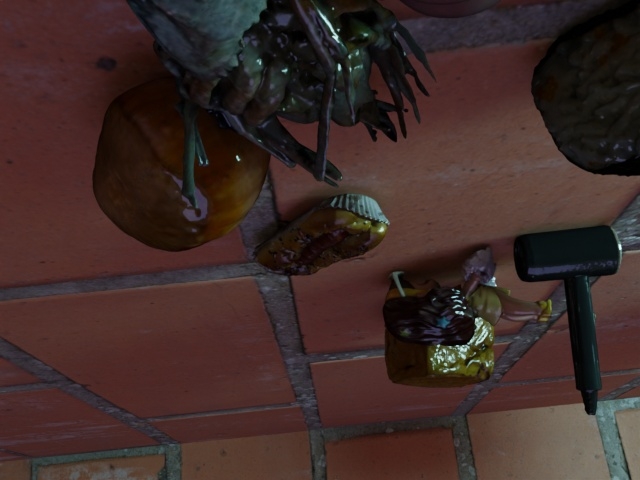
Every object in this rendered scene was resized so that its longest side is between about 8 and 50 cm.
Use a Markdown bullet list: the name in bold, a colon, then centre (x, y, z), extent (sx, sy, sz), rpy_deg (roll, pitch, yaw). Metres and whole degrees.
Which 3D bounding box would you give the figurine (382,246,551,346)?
- **figurine**: centre (0.212, 0.095, 1.014), extent (0.240, 0.115, 0.174), rpy_deg (-9, 156, 7)

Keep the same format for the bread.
- **bread**: centre (0.201, 0.175, 1.158), extent (0.143, 0.149, 0.158), rpy_deg (9, 152, -23)

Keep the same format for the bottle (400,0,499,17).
- **bottle**: centre (0.048, -0.202, 0.302), extent (0.120, 0.120, 0.253), rpy_deg (-11, 155, 12)

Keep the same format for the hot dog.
- **hot dog**: centre (0.000, 0.000, 0.828), extent (0.108, 0.059, 0.191), rpy_deg (17, 150, -33)

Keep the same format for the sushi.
- **sushi**: centre (0.281, -0.121, 0.519), extent (0.126, 0.136, 0.225), rpy_deg (13, 162, -36)

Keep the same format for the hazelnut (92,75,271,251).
- **hazelnut**: centre (-0.112, -0.070, 0.572), extent (0.150, 0.150, 0.150), rpy_deg (-5, 156, -2)

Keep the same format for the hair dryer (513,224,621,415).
- **hair dryer**: centre (0.337, 0.110, 0.923), extent (0.128, 0.255, 0.070), rpy_deg (-4, 176, 2)

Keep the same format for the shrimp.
- **shrimp**: centre (-0.034, -0.109, 0.448), extent (0.172, 0.137, 0.372), rpy_deg (-42, 141, 10)
